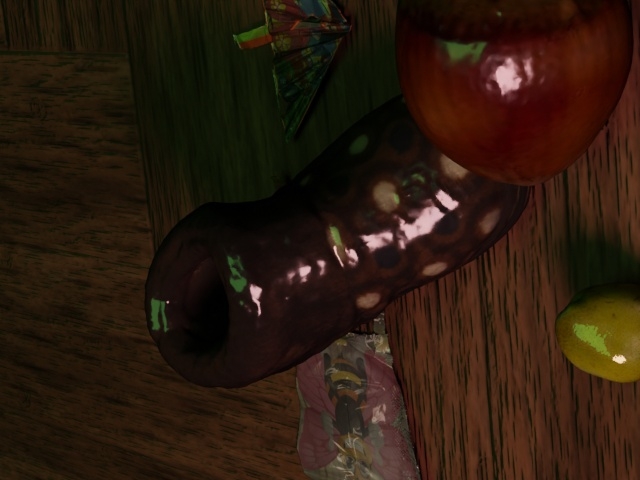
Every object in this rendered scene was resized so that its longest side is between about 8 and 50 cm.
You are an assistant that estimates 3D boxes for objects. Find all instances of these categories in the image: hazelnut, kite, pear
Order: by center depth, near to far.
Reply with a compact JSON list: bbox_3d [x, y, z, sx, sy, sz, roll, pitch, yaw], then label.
[{"bbox_3d":[0.153,-0.140,1.260,0.208,0.208,0.208,19,117,43],"label":"hazelnut"},{"bbox_3d":[0.243,0.074,1.306,0.092,0.097,0.092,-45,37,49],"label":"pear"},{"bbox_3d":[-0.031,-0.217,1.563,0.183,0.014,0.241,-5,100,51],"label":"kite"},{"bbox_3d":[0.024,0.108,1.615,0.204,0.022,0.360,8,110,50],"label":"kite"}]

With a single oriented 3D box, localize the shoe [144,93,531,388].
[{"bbox_3d":[0.000,0.000,1.420,0.384,0.237,0.171,-35,78,41],"label":"shoe"}]
